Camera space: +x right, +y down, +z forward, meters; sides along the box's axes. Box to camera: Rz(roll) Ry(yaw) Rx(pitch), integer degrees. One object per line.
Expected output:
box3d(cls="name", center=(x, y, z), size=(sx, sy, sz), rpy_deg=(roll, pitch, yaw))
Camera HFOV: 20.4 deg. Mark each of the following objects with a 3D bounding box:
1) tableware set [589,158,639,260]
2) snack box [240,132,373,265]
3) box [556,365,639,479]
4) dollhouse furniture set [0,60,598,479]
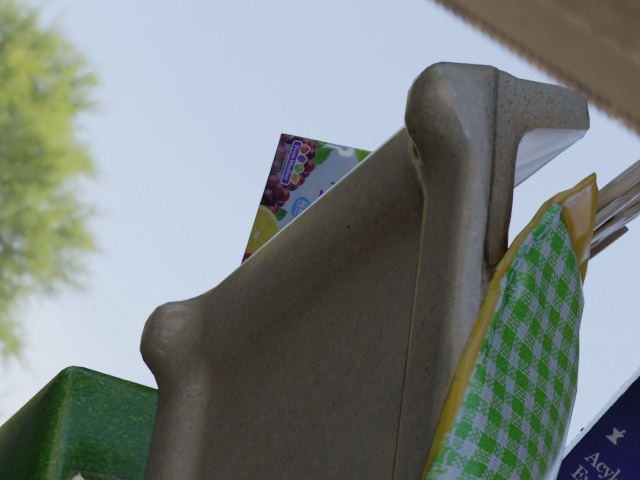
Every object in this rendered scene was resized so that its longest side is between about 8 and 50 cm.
box3d(cls="tableware set", center=(0.103, -0.003, 0.627), size=(0.020, 0.141, 0.168), rpy_deg=(51, -37, 8))
box3d(cls="snack box", center=(0.000, 0.000, 1.301), size=(0.100, 0.141, 0.037), rpy_deg=(13, -8, 25))
box3d(cls="box", center=(0.259, 0.146, 1.185), size=(0.153, 0.207, 0.108), rpy_deg=(41, 14, 9))
box3d(cls="dollhouse furniture set", center=(0.010, 0.117, 0.435), size=(0.301, 0.151, 0.197), rpy_deg=(-39, -145, 52))
